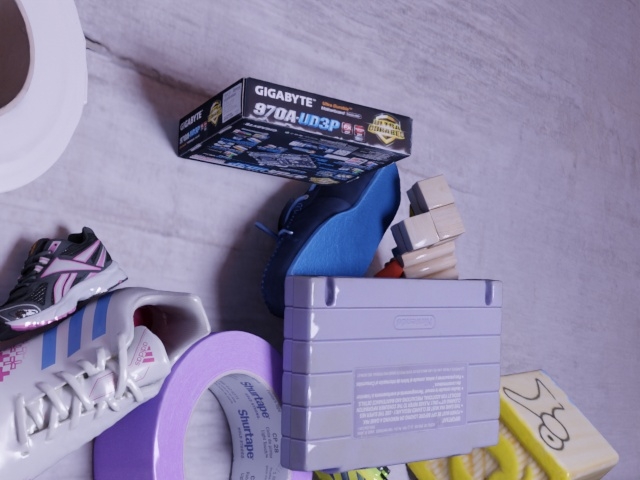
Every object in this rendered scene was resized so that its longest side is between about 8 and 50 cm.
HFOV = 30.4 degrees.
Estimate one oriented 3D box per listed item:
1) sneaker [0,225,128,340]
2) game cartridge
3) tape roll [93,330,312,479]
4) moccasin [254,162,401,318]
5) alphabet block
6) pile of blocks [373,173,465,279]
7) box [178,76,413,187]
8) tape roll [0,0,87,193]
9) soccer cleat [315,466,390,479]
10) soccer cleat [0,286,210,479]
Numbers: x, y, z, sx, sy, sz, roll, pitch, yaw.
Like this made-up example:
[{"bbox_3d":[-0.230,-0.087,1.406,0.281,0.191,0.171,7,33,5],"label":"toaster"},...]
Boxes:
[{"bbox_3d":[-0.271,0.039,1.158,0.077,0.072,0.178,64,29,-6],"label":"sneaker"},{"bbox_3d":[0.094,0.158,1.440,0.355,0.068,0.230,3,92,-44],"label":"game cartridge"},{"bbox_3d":[-0.122,0.239,1.303,0.275,0.090,0.274,15,72,-53],"label":"tape roll"},{"bbox_3d":[0.000,0.000,1.510,0.342,0.117,0.137,-46,133,-54],"label":"moccasin"},{"bbox_3d":[0.282,0.320,1.723,0.192,0.193,0.197,49,25,26],"label":"alphabet block"},{"bbox_3d":[0.115,0.082,1.621,0.113,0.149,0.362,-17,118,-25],"label":"pile of blocks"},{"bbox_3d":[-0.030,-0.119,1.362,0.220,0.175,0.051,10,75,-28],"label":"box"},{"bbox_3d":[-0.343,-0.173,1.053,0.286,0.100,0.286,17,69,-53],"label":"tape roll"},{"bbox_3d":[0.059,0.349,1.486,0.289,0.121,0.093,46,-1,1],"label":"soccer cleat"},{"bbox_3d":[-0.232,0.134,1.115,0.331,0.143,0.116,-44,120,-49],"label":"soccer cleat"}]
